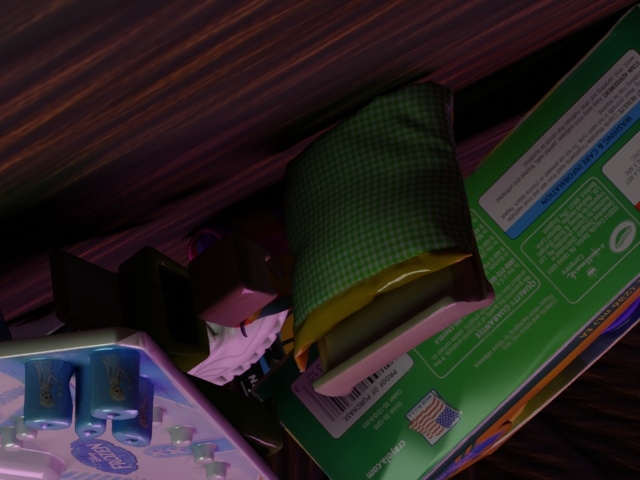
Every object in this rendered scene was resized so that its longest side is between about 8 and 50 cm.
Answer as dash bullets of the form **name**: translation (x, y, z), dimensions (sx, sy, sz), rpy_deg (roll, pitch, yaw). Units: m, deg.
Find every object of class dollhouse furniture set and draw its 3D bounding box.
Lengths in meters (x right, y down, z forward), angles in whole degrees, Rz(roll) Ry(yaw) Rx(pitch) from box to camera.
- **dollhouse furniture set**: translation (-0.049, 0.015, 1.331), dimensions (0.301, 0.197, 0.151), rpy_deg (-35, 140, 30)

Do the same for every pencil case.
- **pencil case**: translation (0.000, 0.000, 1.684), dimensions (0.236, 0.104, 0.104), rpy_deg (-22, 175, -30)

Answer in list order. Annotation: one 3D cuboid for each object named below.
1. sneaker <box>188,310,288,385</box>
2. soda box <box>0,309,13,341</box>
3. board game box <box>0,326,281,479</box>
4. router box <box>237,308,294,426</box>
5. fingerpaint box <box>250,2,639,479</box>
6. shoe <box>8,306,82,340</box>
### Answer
- **sneaker**: translation (-0.156, 0.115, 1.960), dimensions (0.292, 0.110, 0.118), rpy_deg (-37, 168, 13)
- **soda box**: translation (-0.255, 0.141, 1.502), dimensions (0.058, 0.183, 0.063), rpy_deg (-19, 171, -44)
- **board game box**: translation (-0.243, 0.172, 1.291), dimensions (0.390, 0.050, 0.390), rpy_deg (-8, 155, 12)
- **router box**: translation (-0.036, 0.098, 2.056), dimensions (0.133, 0.179, 0.046), rpy_deg (-24, 177, -6)
- **fingerpaint box**: translation (0.202, 0.018, 1.655), dimensions (0.445, 0.163, 0.371), rpy_deg (-45, 169, 16)
- **shoe**: translation (-0.238, 0.094, 1.752), dimensions (0.178, 0.063, 0.081), rpy_deg (-29, 169, 10)
